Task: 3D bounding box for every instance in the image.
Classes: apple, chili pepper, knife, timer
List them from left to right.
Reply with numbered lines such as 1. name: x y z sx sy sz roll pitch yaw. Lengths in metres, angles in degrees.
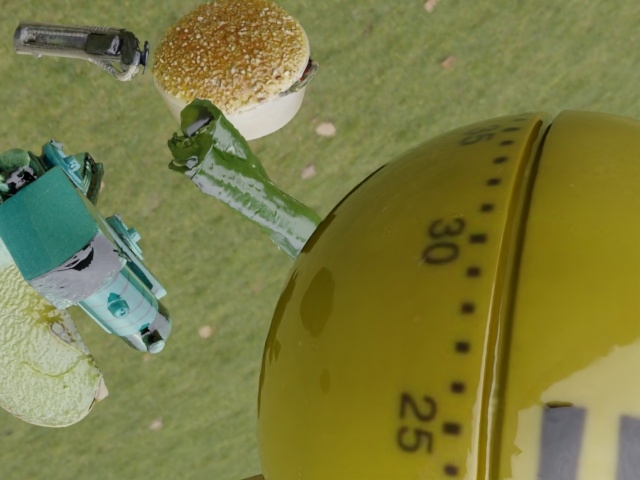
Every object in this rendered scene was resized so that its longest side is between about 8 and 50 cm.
1. apple: -0.516 0.169 1.768 0.179 0.346 0.254 -26 180 14
2. knife: -0.447 -0.351 1.774 0.043 0.365 0.089 22 85 -54
3. chili pepper: 0.000 0.000 0.883 0.076 0.085 0.359 -28 136 26
4. timer: 0.169 0.100 0.548 0.387 0.376 0.376 6 168 20

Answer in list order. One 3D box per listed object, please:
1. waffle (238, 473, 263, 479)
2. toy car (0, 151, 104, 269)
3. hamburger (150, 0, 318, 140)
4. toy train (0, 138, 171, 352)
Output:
1. waffle: 0.023 0.341 1.029 0.348 0.077 0.304 -16 122 -4
2. toy car: -0.439 -0.014 1.311 0.320 0.141 0.097 -26 121 12
3. hamburger: -0.160 -0.318 1.791 0.302 0.302 0.170 -25 142 -19
4. toy train: -0.261 0.023 1.103 0.120 0.194 0.298 -37 148 -5
